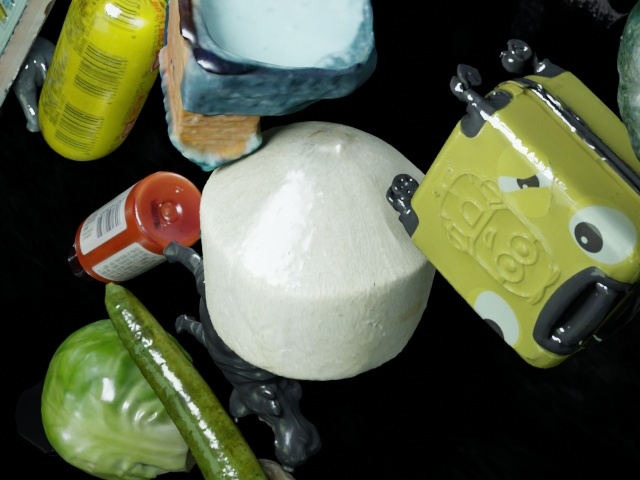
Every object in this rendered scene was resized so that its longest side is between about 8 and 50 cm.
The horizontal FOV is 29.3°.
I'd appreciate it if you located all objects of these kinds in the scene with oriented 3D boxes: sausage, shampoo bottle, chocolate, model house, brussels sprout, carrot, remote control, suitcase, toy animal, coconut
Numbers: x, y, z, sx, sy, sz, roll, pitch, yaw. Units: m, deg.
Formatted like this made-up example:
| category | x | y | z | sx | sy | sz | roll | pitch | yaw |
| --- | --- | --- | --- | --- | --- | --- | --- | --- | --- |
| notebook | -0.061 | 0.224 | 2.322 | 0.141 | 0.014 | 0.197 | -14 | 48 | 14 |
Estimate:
| category | x | y | z | sx | sy | sz | roll | pitch | yaw |
| --- | --- | --- | --- | --- | --- | --- | --- | --- | --- |
| sausage | -0.258 | -0.209 | 1.464 | 0.123 | 0.123 | 0.347 | 52 | 143 | 10 |
| shampoo bottle | -0.257 | -0.004 | 1.623 | 0.278 | 0.104 | 0.104 | -24 | 95 | 54 |
| chocolate | -0.416 | 0.308 | 2.034 | 0.156 | 0.156 | 0.133 | 36 | 157 | 29 |
| model house | -0.073 | -0.182 | 1.177 | 0.291 | 0.184 | 0.253 | 118 | 147 | -56 |
| brussels sprout | -0.267 | 0.224 | 1.708 | 0.244 | 0.244 | 0.244 | 29 | 135 | 35 |
| carrot | -0.179 | 0.202 | 1.605 | 0.358 | 0.074 | 0.074 | 56 | 144 | 9 |
| remote control | -0.406 | -0.299 | 1.550 | 0.344 | 0.050 | 0.145 | -51 | 61 | 36 |
| suitcase | 0.193 | -0.029 | 1.040 | 0.235 | 0.143 | 0.194 | 48 | 142 | 16 |
| toy animal | -0.434 | -0.237 | 1.693 | 0.269 | 0.082 | 0.137 | 29 | 132 | 40 |
| toy animal | -0.091 | 0.129 | 1.524 | 0.168 | 0.106 | 0.343 | 22 | 140 | 39 |
| coconut | 0.000 | 0.000 | 1.212 | 0.237 | 0.237 | 0.266 | 34 | 143 | 31 |

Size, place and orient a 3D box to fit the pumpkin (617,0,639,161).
| category | x | y | z | sx | sy | sz | roll | pitch | yaw |
| --- | --- | --- | --- | --- | --- | --- | --- | --- | --- |
| pumpkin | 0.306 | -0.108 | 0.841 | 0.212 | 0.152 | 0.211 | 26 | 134 | 30 |

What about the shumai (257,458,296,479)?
| category | x | y | z | sx | sy | sz | roll | pitch | yaw |
| --- | --- | --- | --- | --- | --- | --- | --- | --- | --- |
| shumai | -0.090 | 0.408 | 1.643 | 0.206 | 0.176 | 0.166 | 45 | 143 | 35 |
